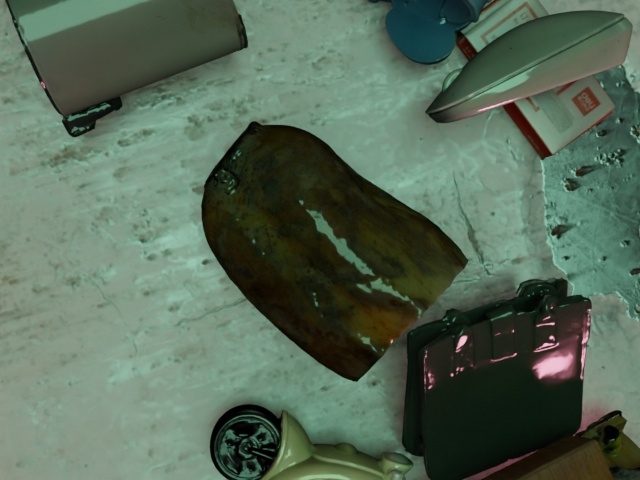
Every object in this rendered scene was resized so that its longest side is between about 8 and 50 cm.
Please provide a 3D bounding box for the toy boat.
[{"bbox_3d":[0.267,0.362,1.299,0.445,0.162,0.136,-22,48,-19],"label":"toy boat"}]

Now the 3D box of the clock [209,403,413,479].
[{"bbox_3d":[-0.003,0.408,1.361,0.276,0.120,0.379,-4,95,-3],"label":"clock"}]

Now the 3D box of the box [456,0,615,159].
[{"bbox_3d":[0.305,-0.243,1.418,0.123,0.050,0.229,-37,93,-5],"label":"box"}]

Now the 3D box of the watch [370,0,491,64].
[{"bbox_3d":[0.144,-0.363,1.313,0.211,0.193,0.211,-2,80,9],"label":"watch"}]

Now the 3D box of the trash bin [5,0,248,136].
[{"bbox_3d":[-0.255,-0.307,1.280,0.262,0.217,0.277,-21,113,-6],"label":"trash bin"}]

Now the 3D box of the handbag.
[{"bbox_3d":[0.233,0.188,1.325,0.247,0.079,0.260,-15,124,-16],"label":"handbag"}]

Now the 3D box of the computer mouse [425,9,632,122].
[{"bbox_3d":[0.272,-0.238,1.310,0.288,0.159,0.097,-18,97,-4],"label":"computer mouse"}]

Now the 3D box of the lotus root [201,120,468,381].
[{"bbox_3d":[0.000,0.000,1.298,0.346,0.250,0.250,43,86,-3],"label":"lotus root"}]
